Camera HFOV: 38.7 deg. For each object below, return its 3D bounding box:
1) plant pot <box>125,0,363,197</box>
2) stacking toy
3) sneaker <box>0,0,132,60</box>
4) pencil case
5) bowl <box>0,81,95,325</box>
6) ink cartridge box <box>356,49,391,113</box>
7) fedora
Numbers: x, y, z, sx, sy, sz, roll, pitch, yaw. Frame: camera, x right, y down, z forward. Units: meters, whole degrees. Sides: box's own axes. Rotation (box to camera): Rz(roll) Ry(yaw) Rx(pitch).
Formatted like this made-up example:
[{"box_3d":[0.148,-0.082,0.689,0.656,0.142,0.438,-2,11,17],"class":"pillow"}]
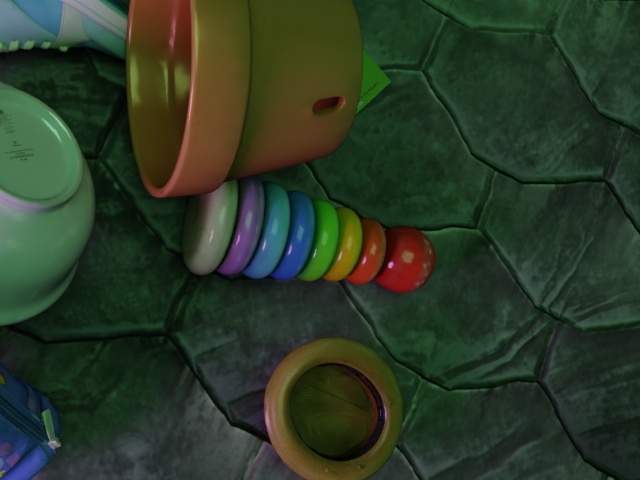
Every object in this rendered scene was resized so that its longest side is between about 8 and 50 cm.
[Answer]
[{"box_3d":[-0.084,-0.194,1.006,0.204,0.291,0.290,-2,83,-23],"class":"plant pot"},{"box_3d":[0.000,0.000,1.162,0.330,0.141,0.141,11,79,-21],"class":"stacking toy"},{"box_3d":[-0.371,-0.251,1.087,0.319,0.127,0.208,26,106,-37],"class":"sneaker"},{"box_3d":[-0.364,0.158,0.927,0.133,0.306,0.119,3,57,10],"class":"pencil case"},{"box_3d":[-0.349,-0.069,0.971,0.298,0.134,0.297,32,41,-34],"class":"bowl"},{"box_3d":[-0.031,-0.266,1.203,0.189,0.097,0.255,-44,96,-19],"class":"ink cartridge box"},{"box_3d":[0.009,0.214,1.157,0.194,0.079,0.194,2,85,-24],"class":"fedora"}]
